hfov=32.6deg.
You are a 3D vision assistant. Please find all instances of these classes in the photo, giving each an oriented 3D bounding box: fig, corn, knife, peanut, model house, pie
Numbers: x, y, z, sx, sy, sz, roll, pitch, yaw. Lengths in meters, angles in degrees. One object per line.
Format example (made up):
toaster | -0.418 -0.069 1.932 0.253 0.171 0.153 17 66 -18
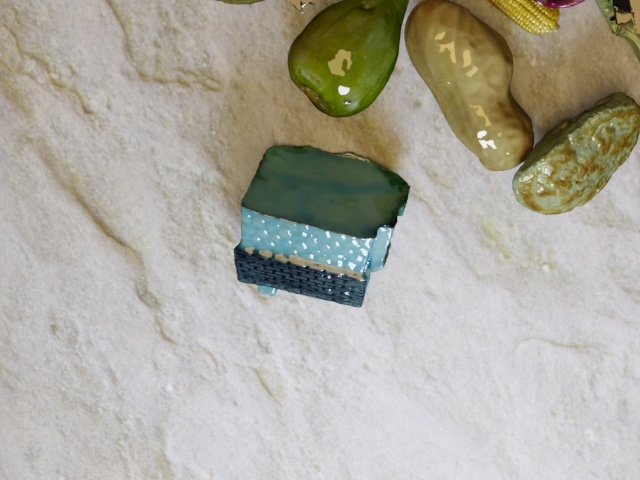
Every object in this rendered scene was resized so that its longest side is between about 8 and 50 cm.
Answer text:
fig | 0.052 -0.308 1.777 0.167 0.167 0.233 43 116 -9
corn | 0.302 -0.401 1.762 0.206 0.067 0.067 35 110 -7
knife | 0.499 -0.344 1.786 0.043 0.020 0.293 -33 103 14
peanut | 0.254 -0.257 1.785 0.148 0.147 0.318 -29 106 16
model house | 0.000 0.000 1.893 0.261 0.226 0.241 14 126 5
pie | 0.424 -0.141 1.808 0.248 0.090 0.201 -41 145 12

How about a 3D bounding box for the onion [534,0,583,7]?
onion | 0.346 -0.464 1.674 0.207 0.200 0.200 18 111 -1

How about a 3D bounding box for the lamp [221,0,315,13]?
lamp | -0.107 -0.465 1.682 0.250 0.250 0.284 -42 88 18

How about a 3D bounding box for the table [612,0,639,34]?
table | 0.532 -0.432 1.660 0.173 0.169 0.193 -11 104 8
